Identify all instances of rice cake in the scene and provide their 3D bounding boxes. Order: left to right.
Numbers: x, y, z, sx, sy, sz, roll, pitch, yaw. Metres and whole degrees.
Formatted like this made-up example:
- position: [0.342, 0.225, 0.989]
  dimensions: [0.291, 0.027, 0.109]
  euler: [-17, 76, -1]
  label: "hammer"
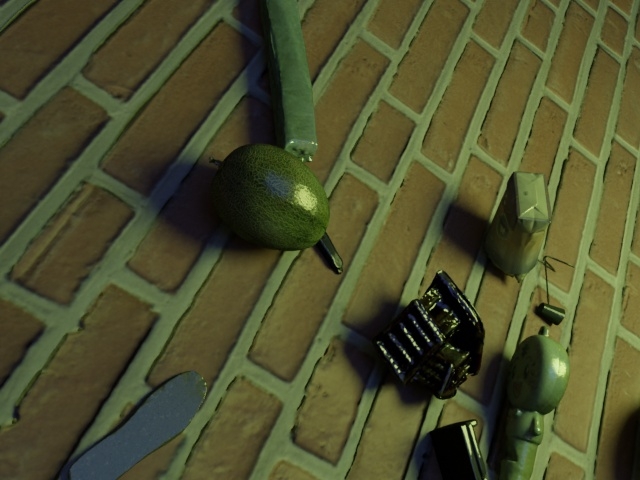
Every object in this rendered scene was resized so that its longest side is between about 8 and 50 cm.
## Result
- position: [-0.055, -0.285, 1.011]
  dimensions: [0.066, 0.063, 0.336]
  euler: [2, 68, -23]
  label: "rice cake"

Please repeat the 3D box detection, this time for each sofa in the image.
- position: [0.220, 0.333, 0.866]
  dimensions: [0.060, 0.085, 0.147]
  euler: [-6, 71, -26]
  label: "sofa"

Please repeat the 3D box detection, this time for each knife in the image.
- position: [0.000, 0.000, 0.940]
  dimensions: [0.031, 0.018, 0.121]
  euler: [-32, 86, -41]
  label: "knife"

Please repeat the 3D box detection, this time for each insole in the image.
- position: [-0.211, 0.229, 0.732]
  dimensions: [0.192, 0.010, 0.063]
  euler: [-38, 88, -34]
  label: "insole"

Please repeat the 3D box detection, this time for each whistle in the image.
- position: [0.327, 0.256, 0.943]
  dimensions: [0.067, 0.126, 0.258]
  euler: [20, 73, -3]
  label: "whistle"

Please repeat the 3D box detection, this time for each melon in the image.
- position: [-0.075, -0.063, 0.856]
  dimensions: [0.192, 0.139, 0.139]
  euler: [33, 57, -15]
  label: "melon"

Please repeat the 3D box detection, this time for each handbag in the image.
- position: [0.337, -0.020, 1.045]
  dimensions: [0.095, 0.173, 0.117]
  euler: [7, 51, 8]
  label: "handbag"

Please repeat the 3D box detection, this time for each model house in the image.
- position: [0.162, 0.159, 0.900]
  dimensions: [0.152, 0.106, 0.165]
  euler: [-32, 81, -36]
  label: "model house"

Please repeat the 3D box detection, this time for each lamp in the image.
- position: [0.420, 0.090, 1.111]
  dimensions: [0.054, 0.041, 0.121]
  euler: [25, 62, -5]
  label: "lamp"
